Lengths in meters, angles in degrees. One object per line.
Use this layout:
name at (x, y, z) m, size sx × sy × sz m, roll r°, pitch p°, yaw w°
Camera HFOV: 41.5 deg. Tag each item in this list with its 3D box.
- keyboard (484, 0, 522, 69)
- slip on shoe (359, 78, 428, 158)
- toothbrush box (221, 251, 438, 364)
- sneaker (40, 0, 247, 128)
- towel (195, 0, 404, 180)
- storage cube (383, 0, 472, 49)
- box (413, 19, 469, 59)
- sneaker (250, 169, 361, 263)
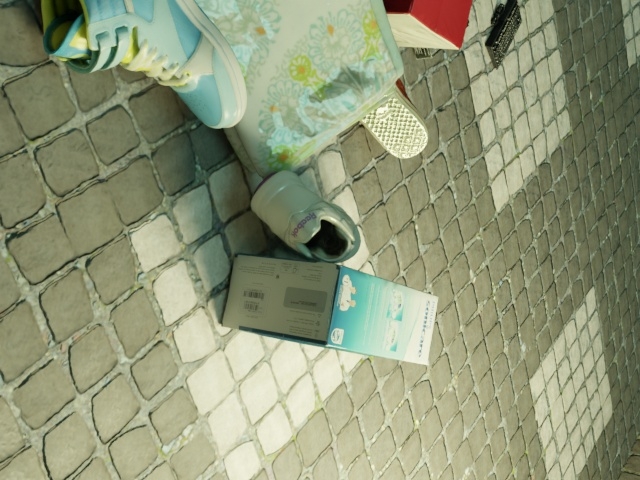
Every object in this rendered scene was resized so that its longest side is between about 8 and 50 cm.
keyboard at (0.433, -0.499, 1.991) m, size 0.108 × 0.023 × 0.180 m, roll 56°, pitch 51°, yaw -38°
slip on shoe at (0.083, -0.287, 1.515) m, size 0.331 × 0.123 × 0.101 m, roll 47°, pitch 19°, yaw -34°
toothbrush box at (0.022, 0.114, 1.374) m, size 0.296 × 0.216 × 0.126 m, roll 18°, pitch 80°, yaw -52°
sneaker at (-0.237, -0.239, 1.088) m, size 0.319 × 0.127 × 0.208 m, roll 57°, pitch 49°, yaw -26°
towel at (-0.043, -0.316, 1.282) m, size 0.321 × 0.090 × 0.374 m, roll -39°, pitch 124°, yaw -22°
storage cube at (0.148, -0.460, 1.488) m, size 0.184 × 0.215 × 0.193 m, roll 14°, pitch 89°, yaw -52°
box at (0.228, -0.491, 1.713) m, size 0.184 × 0.045 × 0.190 m, roll -45°, pitch 126°, yaw -43°
sneaker at (0.000, 0.000, 1.358) m, size 0.114 × 0.152 × 0.305 m, roll -47°, pitch 152°, yaw 6°
